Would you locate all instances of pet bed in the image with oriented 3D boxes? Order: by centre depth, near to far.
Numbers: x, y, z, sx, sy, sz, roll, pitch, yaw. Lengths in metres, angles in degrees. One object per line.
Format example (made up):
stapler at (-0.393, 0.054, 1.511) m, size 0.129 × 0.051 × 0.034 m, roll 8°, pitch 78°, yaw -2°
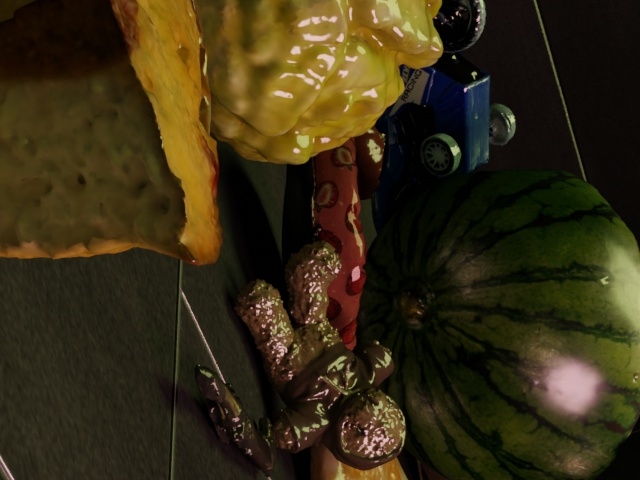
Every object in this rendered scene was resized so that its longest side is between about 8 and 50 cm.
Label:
pet bed at (0.000, 0.000, 1.264) m, size 0.201 × 0.053 × 0.201 m, roll 179°, pitch -90°, yaw -85°

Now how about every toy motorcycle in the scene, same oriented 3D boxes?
toy motorcycle at (0.099, -0.128, 1.649) m, size 0.113 × 0.168 × 0.315 m, roll -29°, pitch 126°, yaw -44°

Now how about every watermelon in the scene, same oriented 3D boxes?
watermelon at (0.134, 0.090, 1.525) m, size 0.330 × 0.189 × 0.331 m, roll -14°, pitch -106°, yaw 56°

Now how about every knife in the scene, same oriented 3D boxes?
knife at (-0.050, 0.111, 0.964) m, size 0.222 × 0.021 × 0.046 m, roll 61°, pitch 14°, yaw -73°

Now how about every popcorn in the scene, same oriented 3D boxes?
popcorn at (-0.023, -0.180, 1.126) m, size 0.259 × 0.212 × 0.259 m, roll -10°, pitch 90°, yaw -86°

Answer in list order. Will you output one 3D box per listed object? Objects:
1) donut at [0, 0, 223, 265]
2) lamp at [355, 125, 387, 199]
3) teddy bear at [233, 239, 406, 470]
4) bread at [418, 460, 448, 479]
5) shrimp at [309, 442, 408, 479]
donut at (-0.121, -0.119, 0.646) m, size 0.151 × 0.112 × 0.295 m, roll 10°, pitch 65°, yaw -84°
lamp at (0.039, -0.093, 1.763) m, size 0.101 × 0.090 × 0.101 m, roll -19°, pitch 90°, yaw -82°
teddy bear at (-0.004, 0.092, 1.140) m, size 0.119 × 0.078 × 0.160 m, roll -32°, pitch 93°, yaw -38°
bread at (0.155, 0.210, 1.761) m, size 0.212 × 0.142 × 0.224 m, roll -114°, pitch -161°, yaw -60°
shrimp at (0.047, 0.244, 1.248) m, size 0.154 × 0.062 × 0.294 m, roll -81°, pitch 151°, yaw -48°
